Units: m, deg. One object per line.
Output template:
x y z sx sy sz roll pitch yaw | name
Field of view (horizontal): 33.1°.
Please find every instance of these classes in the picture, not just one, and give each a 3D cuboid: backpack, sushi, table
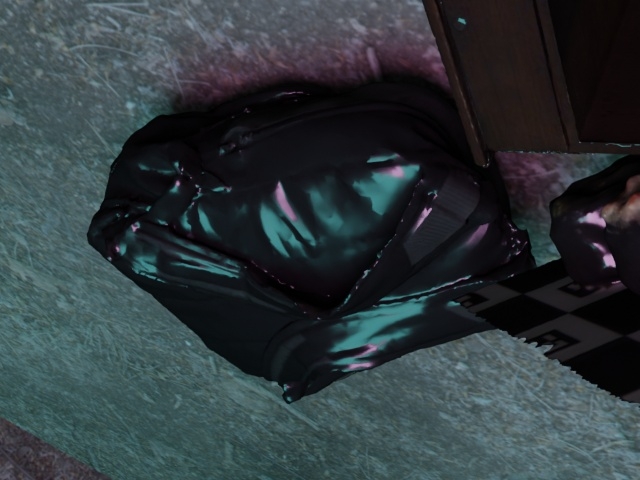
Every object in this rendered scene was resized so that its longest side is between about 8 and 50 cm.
0.000 0.000 1.067 0.446 0.254 0.363 -15 134 41 | backpack
0.263 -0.021 0.747 0.373 0.296 0.100 -142 32 -78 | sushi
0.230 -0.198 0.695 0.282 0.196 0.250 4 138 30 | table
